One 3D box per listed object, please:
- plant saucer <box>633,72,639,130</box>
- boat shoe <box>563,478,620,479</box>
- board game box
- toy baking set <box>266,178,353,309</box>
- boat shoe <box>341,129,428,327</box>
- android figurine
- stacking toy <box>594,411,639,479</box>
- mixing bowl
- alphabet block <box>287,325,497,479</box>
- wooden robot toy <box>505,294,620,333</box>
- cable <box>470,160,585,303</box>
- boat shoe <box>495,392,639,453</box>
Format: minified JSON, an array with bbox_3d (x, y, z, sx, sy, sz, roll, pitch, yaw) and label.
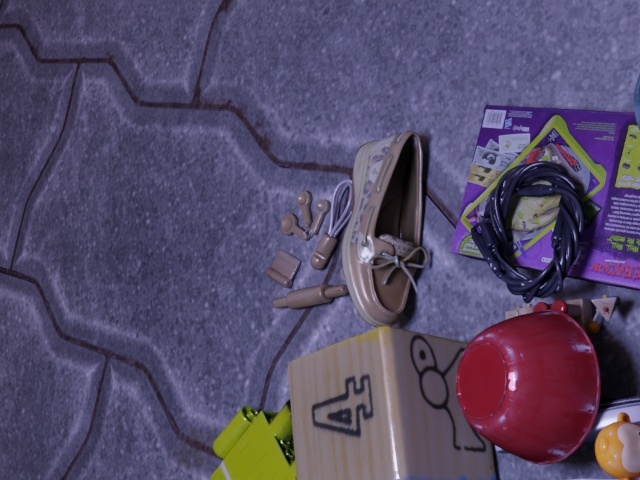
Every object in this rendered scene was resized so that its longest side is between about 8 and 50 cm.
[{"bbox_3d":[0.416,-0.246,1.219,0.317,0.044,0.317,-62,0,0],"label":"plant saucer"},{"bbox_3d":[0.319,0.294,1.330,0.100,0.035,0.035,-9,69,40],"label":"boat shoe"},{"bbox_3d":[0.320,-0.057,1.427,0.347,0.056,0.208,13,84,50],"label":"board game box"},{"bbox_3d":[-0.001,0.007,1.786,0.256,0.030,0.196,-9,72,47],"label":"toy baking set"},{"bbox_3d":[0.096,-0.019,1.625,0.089,0.105,0.285,-21,63,47],"label":"boat shoe"},{"bbox_3d":[-0.093,0.378,1.760,0.273,0.056,0.248,-51,46,23],"label":"android figurine"},{"bbox_3d":[0.361,0.207,1.098,0.166,0.302,0.175,-19,64,45],"label":"stacking toy"},{"bbox_3d":[0.220,0.163,1.319,0.181,0.098,0.181,-23,62,54],"label":"mixing bowl"},{"bbox_3d":[0.090,0.239,1.488,0.193,0.192,0.197,-25,60,40],"label":"alphabet block"},{"bbox_3d":[0.291,0.112,1.392,0.173,0.076,0.079,-13,80,47],"label":"wooden robot toy"},{"bbox_3d":[0.264,-0.010,1.410,0.150,0.047,0.184,-48,40,20],"label":"cable"},{"bbox_3d":[0.294,0.200,1.359,0.228,0.080,0.076,-26,61,51],"label":"boat shoe"}]
